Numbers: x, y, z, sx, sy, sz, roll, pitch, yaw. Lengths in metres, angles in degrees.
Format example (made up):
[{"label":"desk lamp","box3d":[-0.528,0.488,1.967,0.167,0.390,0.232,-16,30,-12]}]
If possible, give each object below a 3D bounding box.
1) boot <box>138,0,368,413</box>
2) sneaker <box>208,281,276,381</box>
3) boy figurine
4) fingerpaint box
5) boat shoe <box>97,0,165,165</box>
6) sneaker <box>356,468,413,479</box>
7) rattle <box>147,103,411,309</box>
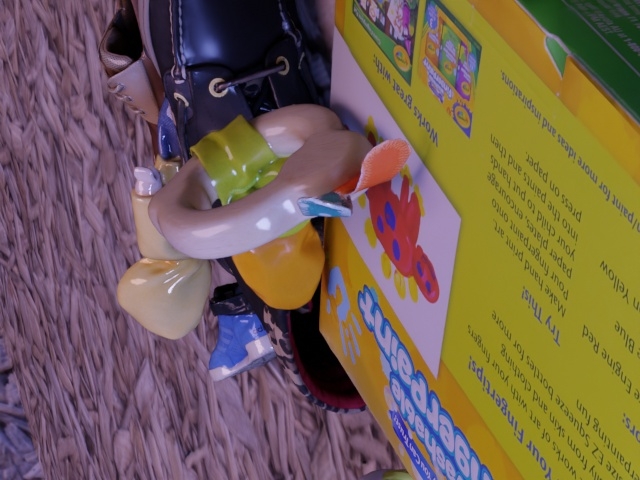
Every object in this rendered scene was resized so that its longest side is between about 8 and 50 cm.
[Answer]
[{"label":"boot","box3d":[-0.034,-0.064,1.476,0.284,0.138,0.377,-124,25,-47]},{"label":"sneaker","box3d":[-0.082,0.085,1.812,0.084,0.058,0.152,68,155,8]},{"label":"boy figurine","box3d":[-0.125,-0.049,1.709,0.092,0.177,0.285,19,114,21]},{"label":"fingerpaint box","box3d":[0.157,0.022,0.979,0.445,0.163,0.371,-123,29,-48]},{"label":"boat shoe","box3d":[-0.161,-0.181,1.775,0.123,0.116,0.324,-129,32,-50]},{"label":"sneaker","box3d":[0.109,0.229,1.243,0.126,0.240,0.091,27,89,43]},{"label":"rattle","box3d":[0.000,0.000,1.063,0.200,0.130,0.143,3,116,46]}]
